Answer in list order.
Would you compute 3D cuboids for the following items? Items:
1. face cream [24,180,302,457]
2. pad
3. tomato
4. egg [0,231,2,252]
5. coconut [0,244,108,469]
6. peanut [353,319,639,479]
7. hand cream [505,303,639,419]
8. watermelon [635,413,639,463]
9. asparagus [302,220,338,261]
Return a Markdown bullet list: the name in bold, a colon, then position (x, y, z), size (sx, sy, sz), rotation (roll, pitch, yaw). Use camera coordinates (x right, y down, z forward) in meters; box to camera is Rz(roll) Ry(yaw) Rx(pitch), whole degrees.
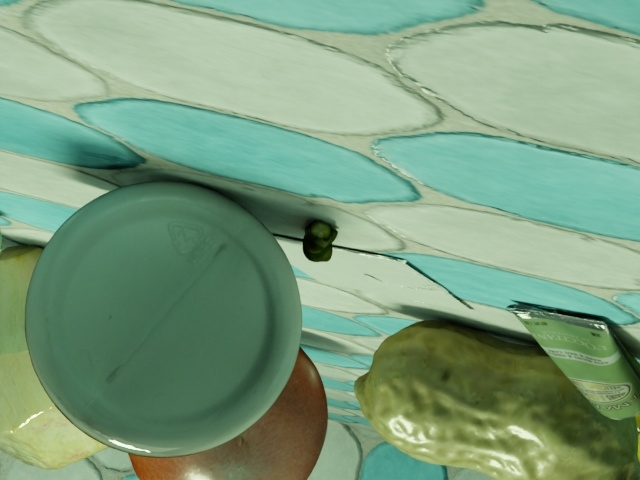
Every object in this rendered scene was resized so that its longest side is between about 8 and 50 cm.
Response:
- **face cream**: position (-0.120, 0.064, 1.460), size (0.201, 0.201, 0.187), rotation (15, 172, -5)
- **pad**: position (0.032, 0.027, 1.647), size (0.156, 0.004, 0.232), rotation (10, 171, 21)
- **tomato**: position (-0.117, 0.216, 2.342), size (0.256, 0.256, 0.224), rotation (16, -173, -14)
- **egg**: position (-0.344, 0.000, 1.875), size (0.071, 0.071, 0.083), rotation (16, -174, -13)
- **coconut**: position (-0.296, 0.119, 2.117), size (0.259, 0.259, 0.259), rotation (14, 172, 2)
- **peanut**: position (0.184, 0.159, 1.843), size (0.291, 0.143, 0.159), rotation (21, 137, -10)
- **hand cream**: position (0.235, 0.104, 1.679), size (0.086, 0.055, 0.235), rotation (7, 162, 27)
- **watermelon**: position (0.287, 0.185, 2.084), size (0.301, 0.123, 0.129), rotation (18, 139, -21)
- **asparagus**: position (-0.001, 0.000, 1.458), size (0.025, 0.021, 0.108), rotation (10, 171, -1)
